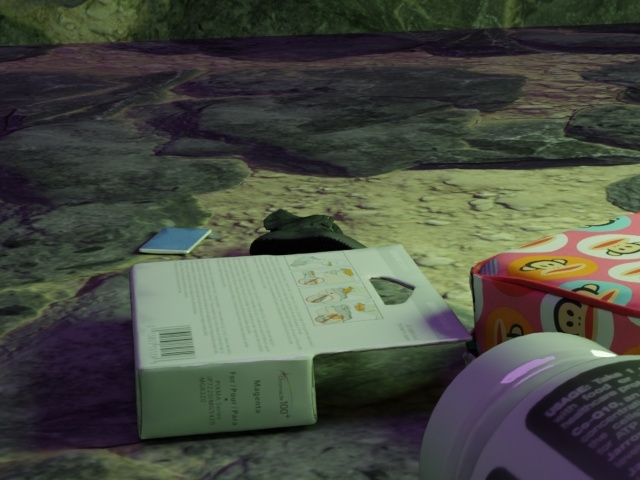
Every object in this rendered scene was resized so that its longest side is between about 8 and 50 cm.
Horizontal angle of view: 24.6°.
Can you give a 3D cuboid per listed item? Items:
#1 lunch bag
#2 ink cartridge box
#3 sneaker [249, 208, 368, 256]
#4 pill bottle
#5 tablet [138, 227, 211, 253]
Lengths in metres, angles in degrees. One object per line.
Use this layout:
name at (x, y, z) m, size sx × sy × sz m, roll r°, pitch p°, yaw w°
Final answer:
lunch bag at (0.257, 0.044, 1.091) m, size 0.293 × 0.120 × 0.258 m, roll -13°, pitch 19°, yaw -33°
ink cartridge box at (-0.028, 0.070, 1.151) m, size 0.239 × 0.060 × 0.275 m, roll -3°, pitch 15°, yaw -7°
sneaker at (0.000, 0.003, 1.402) m, size 0.170 × 0.051 × 0.089 m, roll 6°, pitch 22°, yaw 37°
pill bottle at (0.164, 0.146, 0.663) m, size 0.161 × 0.161 × 0.283 m, roll -8°, pitch 17°, yaw -18°
tablet at (-0.149, 0.000, 1.515) m, size 0.054 × 0.006 × 0.083 m, roll 2°, pitch 17°, yaw 13°
